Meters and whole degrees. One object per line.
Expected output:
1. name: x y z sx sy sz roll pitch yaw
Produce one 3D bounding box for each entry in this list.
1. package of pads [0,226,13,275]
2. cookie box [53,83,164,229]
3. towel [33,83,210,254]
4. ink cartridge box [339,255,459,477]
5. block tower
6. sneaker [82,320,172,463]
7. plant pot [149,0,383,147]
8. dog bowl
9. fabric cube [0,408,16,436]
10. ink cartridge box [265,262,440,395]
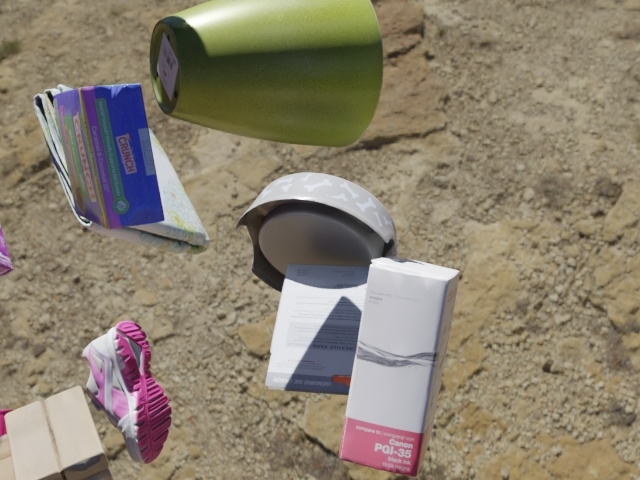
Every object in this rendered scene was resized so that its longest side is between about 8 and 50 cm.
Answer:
1. package of pads: -0.409 0.002 0.876 0.032 0.050 0.083 -26 73 5
2. cookie box: -0.148 -0.059 0.494 0.040 0.092 0.107 -14 14 -27
3. towel: -0.400 -0.130 1.474 0.090 0.374 0.320 -33 71 14
4. ink cartridge box: 0.123 0.174 1.072 0.117 0.207 0.283 10 94 15
5. block tower: -0.187 0.287 0.596 0.091 0.335 0.097 -19 30 -20
6. sneaker: -0.351 0.277 1.289 0.111 0.103 0.252 -19 82 23
7. plant pot: -0.101 -0.271 1.107 0.293 0.275 0.275 -9 41 -29
8. dog bowl: 0.000 0.000 1.502 0.348 0.349 0.102 6 51 17
9. fabric cube: -0.593 0.415 1.160 0.254 0.259 0.258 -4 77 -6
10. ink cartridge box: 0.073 0.193 1.354 0.309 0.130 0.272 3 54 12
